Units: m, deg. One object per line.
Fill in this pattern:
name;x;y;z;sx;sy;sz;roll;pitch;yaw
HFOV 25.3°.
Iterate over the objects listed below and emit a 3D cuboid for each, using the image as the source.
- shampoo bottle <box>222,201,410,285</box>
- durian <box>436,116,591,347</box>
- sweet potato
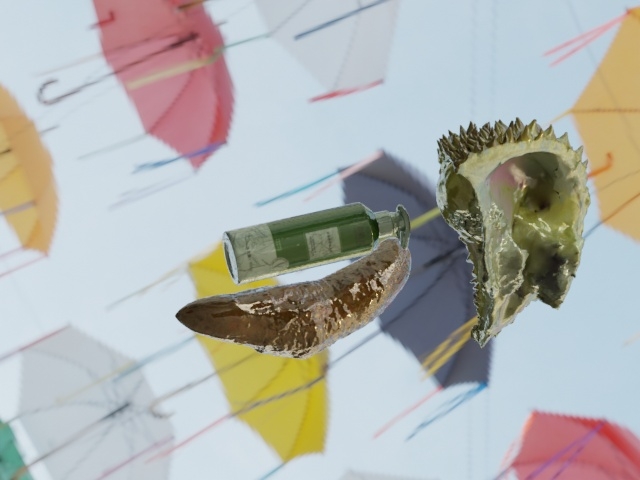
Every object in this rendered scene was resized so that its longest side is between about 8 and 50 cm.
shampoo bottle;0.000;0.000;1.546;0.065;0.204;0.065;167;-90;-75
durian;0.209;-0.018;1.565;0.172;0.166;0.306;3;-49;8
sweet potato;-0.019;0.089;1.794;0.092;0.341;0.114;-14;-88;61
